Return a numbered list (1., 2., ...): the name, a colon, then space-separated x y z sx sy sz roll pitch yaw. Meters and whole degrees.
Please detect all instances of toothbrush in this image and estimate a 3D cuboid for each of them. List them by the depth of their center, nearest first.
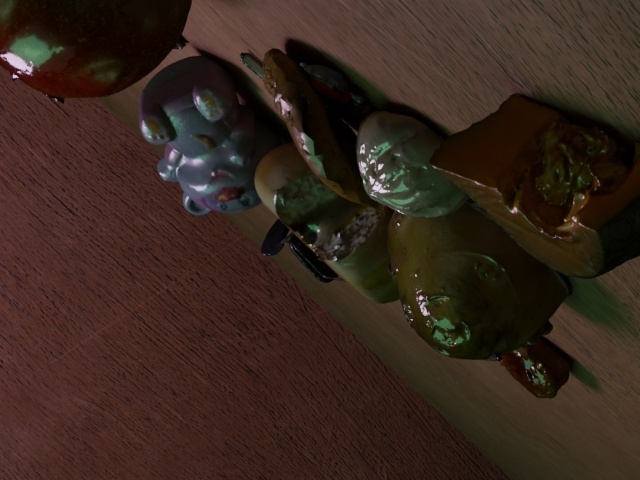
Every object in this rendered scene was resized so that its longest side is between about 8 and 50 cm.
1. toothbrush: -0.015 -0.199 1.950 0.294 0.026 0.028 41 -173 -4

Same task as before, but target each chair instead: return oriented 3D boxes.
1. chair: 0.000 0.000 2.323 0.145 0.140 0.221 45 154 -13

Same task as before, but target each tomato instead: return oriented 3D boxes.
1. tomato: -0.330 -0.348 1.720 0.303 0.303 0.239 43 143 -16

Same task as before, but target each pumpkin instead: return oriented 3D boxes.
1. pumpkin: 0.247 -0.047 1.242 0.248 0.131 0.126 35 170 45

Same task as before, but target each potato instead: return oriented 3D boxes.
1. potato: 0.190 0.055 1.804 0.300 0.196 0.246 36 169 38

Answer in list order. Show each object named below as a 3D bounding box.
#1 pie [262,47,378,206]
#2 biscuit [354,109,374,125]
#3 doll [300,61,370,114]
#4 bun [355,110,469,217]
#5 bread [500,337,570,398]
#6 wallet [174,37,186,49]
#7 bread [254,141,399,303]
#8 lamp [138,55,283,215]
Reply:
1. pie: 0.002 -0.161 1.778 0.273 0.069 0.273 54 -169 -15
2. biscuit: 0.096 -0.148 1.756 0.120 0.015 0.120 39 171 7
3. doll: 0.019 -0.214 1.691 0.114 0.039 0.057 37 -164 -23
4. bun: 0.111 -0.091 1.652 0.183 0.102 0.183 34 164 11
5. bread: 0.326 0.175 2.204 0.271 0.077 0.139 40 169 21
6. wallet: -0.341 -0.428 2.198 0.232 0.031 0.122 43 167 -30
7. bread: 0.039 -0.039 2.053 0.333 0.160 0.333 44 179 0
8. lamp: -0.196 -0.196 2.255 0.301 0.247 0.247 56 -166 -39
